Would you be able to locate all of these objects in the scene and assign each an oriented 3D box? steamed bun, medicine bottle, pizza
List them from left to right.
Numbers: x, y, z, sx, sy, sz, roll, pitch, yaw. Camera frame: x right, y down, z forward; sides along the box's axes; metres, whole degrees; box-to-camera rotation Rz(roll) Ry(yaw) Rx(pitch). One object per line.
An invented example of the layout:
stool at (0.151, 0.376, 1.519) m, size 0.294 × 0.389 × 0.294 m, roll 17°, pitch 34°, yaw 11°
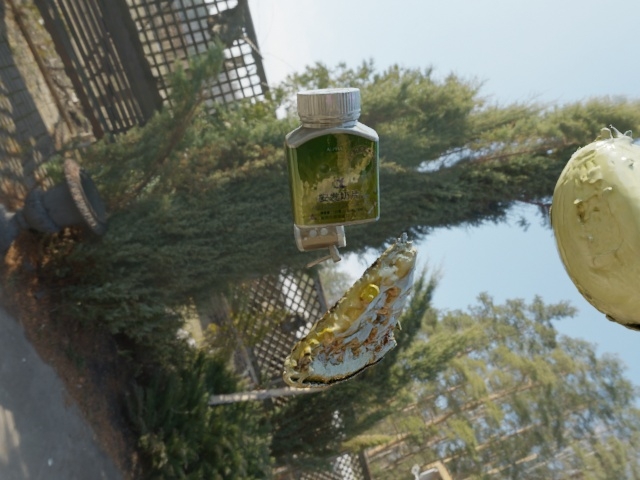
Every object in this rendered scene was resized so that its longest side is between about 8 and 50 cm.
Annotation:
medicine bottle at (0.016, -0.121, 0.660) m, size 0.088 × 0.132 × 0.188 m, roll -108°, pitch -167°, yaw -67°
pizza at (0.116, 0.231, 1.144) m, size 0.080 × 0.435 × 0.391 m, roll 39°, pitch -13°, yaw 32°
steamed bun at (0.421, -0.001, 0.627) m, size 0.166 × 0.232 × 0.272 m, roll -41°, pitch -130°, yaw 50°

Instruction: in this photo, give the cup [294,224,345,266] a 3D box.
cup at (0.001, -0.002, 0.950) m, size 0.074 × 0.099 × 0.102 m, roll -41°, pitch 123°, yaw -82°
